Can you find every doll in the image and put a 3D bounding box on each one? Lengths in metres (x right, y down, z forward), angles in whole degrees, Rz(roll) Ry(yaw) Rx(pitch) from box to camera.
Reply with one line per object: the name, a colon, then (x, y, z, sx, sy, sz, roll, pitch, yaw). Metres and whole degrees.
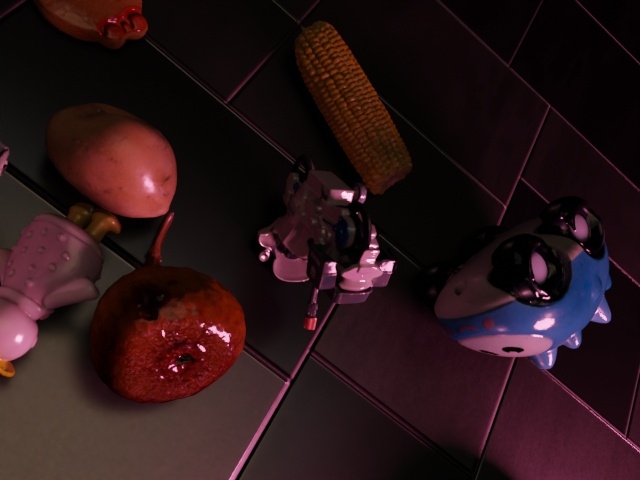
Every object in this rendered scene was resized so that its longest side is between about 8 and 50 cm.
doll: (-0.268, 0.047, 0.587, 0.129, 0.081, 0.207, 17, 60, 23)

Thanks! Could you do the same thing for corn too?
corn: (0.041, -0.183, 0.860, 0.081, 0.081, 0.248, -26, 85, -35)

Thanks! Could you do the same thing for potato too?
potato: (-0.217, -0.086, 0.662, 0.147, 0.112, 0.112, 32, 58, -7)

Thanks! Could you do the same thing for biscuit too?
biscuit: (-0.293, -0.335, 0.761, 0.166, 0.036, 0.225, -9, 76, -33)

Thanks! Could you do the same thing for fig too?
fig: (-0.170, 0.059, 0.640, 0.146, 0.133, 0.201, 13, 32, -42)

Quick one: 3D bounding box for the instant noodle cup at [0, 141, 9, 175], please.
instant noodle cup: (-0.428, -0.070, 0.456, 0.308, 0.294, 0.293, 36, 57, -20)

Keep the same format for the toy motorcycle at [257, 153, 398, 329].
toy motorcycle: (0.000, 0.000, 0.709, 0.102, 0.221, 0.150, 3, 114, -26)

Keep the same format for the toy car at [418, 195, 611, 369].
toy car: (0.274, 0.069, 0.828, 0.255, 0.188, 0.190, -30, 93, -37)
